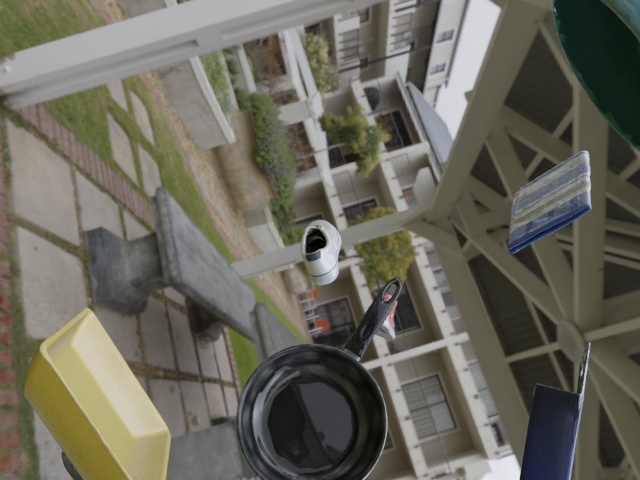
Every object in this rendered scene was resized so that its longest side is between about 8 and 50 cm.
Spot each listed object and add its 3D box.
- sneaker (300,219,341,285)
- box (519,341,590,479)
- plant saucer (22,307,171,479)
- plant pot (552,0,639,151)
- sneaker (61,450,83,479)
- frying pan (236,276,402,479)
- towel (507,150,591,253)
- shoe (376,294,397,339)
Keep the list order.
[{"bbox_3d":[0.000,0.000,1.163,0.258,0.094,0.091,-101,174,-62],"label":"sneaker"},{"bbox_3d":[0.180,0.196,0.392,0.136,0.036,0.225,36,67,-59],"label":"box"},{"bbox_3d":[-0.397,0.304,0.883,0.333,0.081,0.333,62,-11,-9],"label":"plant saucer"},{"bbox_3d":[0.488,-0.281,0.665,0.290,0.195,0.290,50,18,-23],"label":"plant pot"},{"bbox_3d":[-0.571,0.610,1.301,0.087,0.130,0.228,25,-42,58],"label":"sneaker"},{"bbox_3d":[0.000,0.182,0.685,0.053,0.197,0.326,99,3,-55],"label":"frying pan"},{"bbox_3d":[0.542,-0.094,1.160,0.034,0.209,0.285,45,41,-8],"label":"towel"},{"bbox_3d":[0.166,0.196,1.249,0.178,0.063,0.081,64,43,-64],"label":"shoe"}]
